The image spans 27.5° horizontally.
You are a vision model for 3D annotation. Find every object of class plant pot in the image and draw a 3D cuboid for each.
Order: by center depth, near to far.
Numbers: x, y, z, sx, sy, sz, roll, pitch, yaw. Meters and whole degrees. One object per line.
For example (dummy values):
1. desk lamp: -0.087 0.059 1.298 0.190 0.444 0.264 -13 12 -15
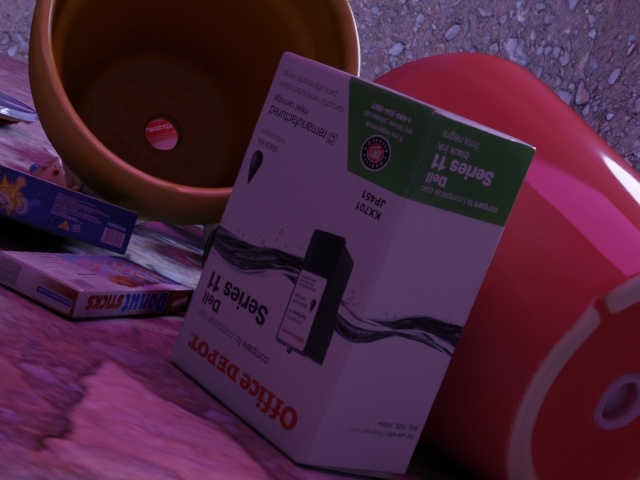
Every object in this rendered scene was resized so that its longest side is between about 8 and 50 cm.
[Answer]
1. plant pot: 0.132 0.041 0.883 0.275 0.275 0.243 19 17 -41
2. plant pot: -0.119 -0.123 1.090 0.254 0.254 0.239 23 -19 -9

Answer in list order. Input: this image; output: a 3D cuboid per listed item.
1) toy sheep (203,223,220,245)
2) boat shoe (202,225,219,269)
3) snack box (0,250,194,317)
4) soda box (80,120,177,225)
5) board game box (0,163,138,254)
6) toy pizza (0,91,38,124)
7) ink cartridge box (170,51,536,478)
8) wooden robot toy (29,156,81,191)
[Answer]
1. toy sheep: -0.069 -0.005 1.250 0.091 0.091 0.132 23 -9 -6
2. boat shoe: -0.010 0.033 1.102 0.092 0.102 0.285 10 0 38
3. snack box: -0.149 0.029 0.886 0.064 0.022 0.178 23 5 17
4. soda box: -0.105 -0.090 1.303 0.263 0.092 0.083 -16 28 -30
5. board game box: -0.252 -0.042 0.965 0.201 0.035 0.136 21 -4 -30
6. toy pizza: -0.448 -0.180 1.618 0.201 0.032 0.201 23 6 -3
7. ink cartridge box: 0.013 0.013 0.765 0.087 0.208 0.153 14 10 -40
8. wooden robot toy: -0.226 -0.083 1.361 0.076 0.079 0.173 27 6 29
